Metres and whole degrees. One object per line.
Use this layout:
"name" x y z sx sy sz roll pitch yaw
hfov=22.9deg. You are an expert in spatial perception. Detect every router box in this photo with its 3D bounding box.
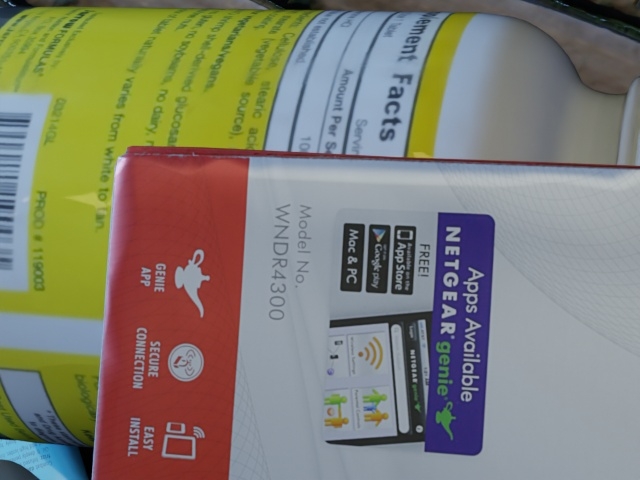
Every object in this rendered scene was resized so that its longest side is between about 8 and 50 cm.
"router box" 0.080 0.145 0.469 0.301 0.082 0.336 2 86 16

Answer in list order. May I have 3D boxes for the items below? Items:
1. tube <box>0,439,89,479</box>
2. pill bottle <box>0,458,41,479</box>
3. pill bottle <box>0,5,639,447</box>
"tube" -0.166 0.049 0.775 0.080 0.052 0.207 -21 66 12
"pill bottle" -0.221 0.205 0.657 0.272 0.152 0.152 -31 59 5
"pill bottle" 0.000 0.000 0.646 0.334 0.188 0.188 4 67 16
